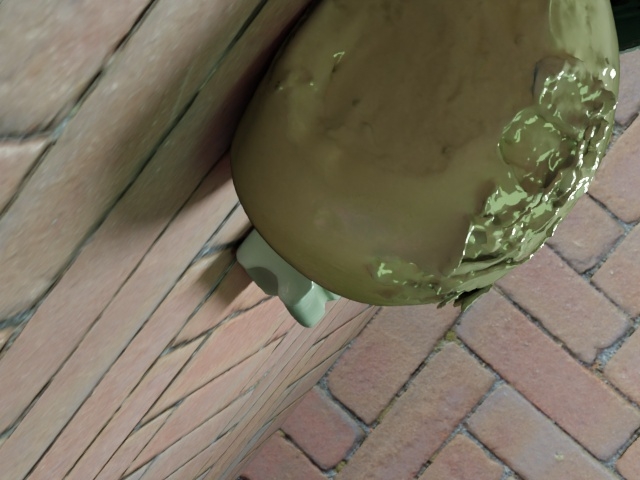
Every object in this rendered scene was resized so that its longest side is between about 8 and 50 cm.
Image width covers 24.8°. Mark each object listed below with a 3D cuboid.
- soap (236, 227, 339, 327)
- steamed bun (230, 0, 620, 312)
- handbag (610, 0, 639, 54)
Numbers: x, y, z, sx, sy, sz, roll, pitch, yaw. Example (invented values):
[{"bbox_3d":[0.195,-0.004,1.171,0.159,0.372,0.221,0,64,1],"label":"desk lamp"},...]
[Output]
[{"bbox_3d":[0.000,0.000,1.542,0.160,0.087,0.265,-48,172,-4],"label":"soap"},{"bbox_3d":[0.104,-0.094,1.117,0.334,0.233,0.312,-49,172,8],"label":"steamed bun"},{"bbox_3d":[0.309,-0.261,1.631,0.268,0.100,0.274,-13,-169,20],"label":"handbag"}]
